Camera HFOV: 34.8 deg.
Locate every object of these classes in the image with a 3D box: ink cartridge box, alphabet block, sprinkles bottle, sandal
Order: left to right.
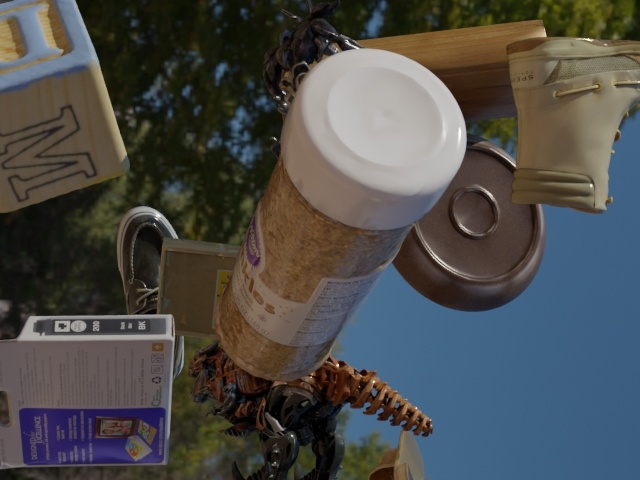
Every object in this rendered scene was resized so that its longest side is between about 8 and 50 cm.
[{"bbox_3d":[-0.382,-0.187,1.358,0.197,0.193,0.192,82,-14,-47],"label":"alphabet block"},{"bbox_3d":[-0.267,0.169,1.119,0.045,0.208,0.206,-104,-162,-50],"label":"ink cartridge box"},{"bbox_3d":[0.000,0.000,0.819,0.355,0.121,0.121,117,-32,-59],"label":"sprinkles bottle"},{"bbox_3d":[0.109,0.359,1.567,0.240,0.079,0.088,-55,123,-80],"label":"sandal"}]

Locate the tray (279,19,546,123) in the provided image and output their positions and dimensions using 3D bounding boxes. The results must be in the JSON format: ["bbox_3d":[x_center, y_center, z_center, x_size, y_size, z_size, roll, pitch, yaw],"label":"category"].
[{"bbox_3d":[0.140,-0.247,1.635,0.203,0.411,0.076,88,-5,-71],"label":"tray"}]

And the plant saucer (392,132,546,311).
[{"bbox_3d":[0.241,-0.040,1.661,0.050,0.311,0.310,144,-55,-66],"label":"plant saucer"}]

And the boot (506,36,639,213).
[{"bbox_3d":[0.339,-0.133,1.215,0.095,0.262,0.203,-176,-95,-65],"label":"boot"}]

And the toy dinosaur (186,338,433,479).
[{"bbox_3d":[-0.033,0.193,1.150,0.322,0.164,0.218,-7,-107,57],"label":"toy dinosaur"}]

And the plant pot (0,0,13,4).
[{"bbox_3d":[-0.498,-0.430,1.579,0.191,0.284,0.284,87,-5,-65],"label":"plant pot"}]

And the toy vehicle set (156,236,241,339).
[{"bbox_3d":[-0.142,0.091,1.740,0.035,0.267,0.166,-96,-166,-67],"label":"toy vehicle set"}]

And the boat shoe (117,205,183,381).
[{"bbox_3d":[-0.293,0.106,1.858,0.119,0.121,0.335,-143,-137,-73],"label":"boat shoe"}]

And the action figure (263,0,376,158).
[{"bbox_3d":[0.001,-0.206,1.379,0.164,0.141,0.275,-31,-133,36],"label":"action figure"}]
